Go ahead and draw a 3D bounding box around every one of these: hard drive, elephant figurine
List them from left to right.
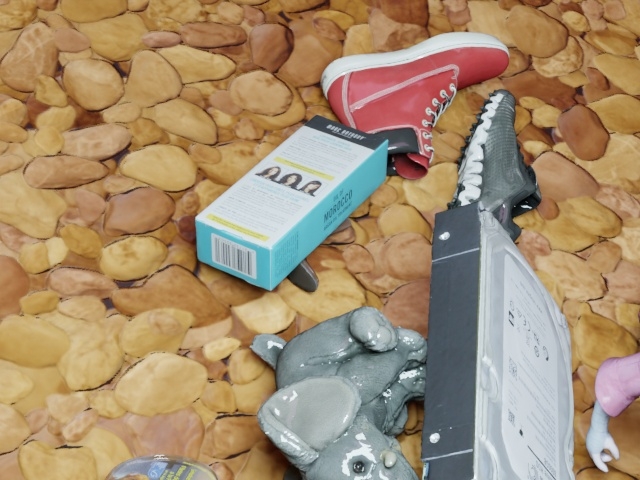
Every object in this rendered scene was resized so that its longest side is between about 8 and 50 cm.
[{"bbox_3d":[0.017,0.189,1.293,0.169,0.186,0.239,39,43,-18],"label":"elephant figurine"},{"bbox_3d":[0.182,0.159,1.331,0.064,0.237,0.339,-16,45,27],"label":"hard drive"}]

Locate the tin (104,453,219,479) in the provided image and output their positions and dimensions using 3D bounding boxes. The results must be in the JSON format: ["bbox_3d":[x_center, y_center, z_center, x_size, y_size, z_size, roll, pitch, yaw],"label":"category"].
[{"bbox_3d":[-0.154,0.251,1.226,0.106,0.040,0.189,3,18,10],"label":"tin"}]

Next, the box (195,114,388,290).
[{"bbox_3d":[-0.028,-0.047,1.497,0.101,0.060,0.244,22,42,25],"label":"box"}]

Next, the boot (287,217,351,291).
[{"bbox_3d":[0.000,0.000,1.522,0.114,0.037,0.106,-25,61,-34],"label":"boot"}]

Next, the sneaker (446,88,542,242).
[{"bbox_3d":[0.217,-0.080,1.617,0.106,0.078,0.234,21,54,-2],"label":"sneaker"}]

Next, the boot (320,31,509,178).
[{"bbox_3d":[0.142,-0.158,1.652,0.244,0.088,0.176,-15,58,-15],"label":"boot"}]

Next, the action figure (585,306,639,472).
[{"bbox_3d":[0.411,0.126,1.342,0.248,0.275,0.370,15,8,18],"label":"action figure"}]
